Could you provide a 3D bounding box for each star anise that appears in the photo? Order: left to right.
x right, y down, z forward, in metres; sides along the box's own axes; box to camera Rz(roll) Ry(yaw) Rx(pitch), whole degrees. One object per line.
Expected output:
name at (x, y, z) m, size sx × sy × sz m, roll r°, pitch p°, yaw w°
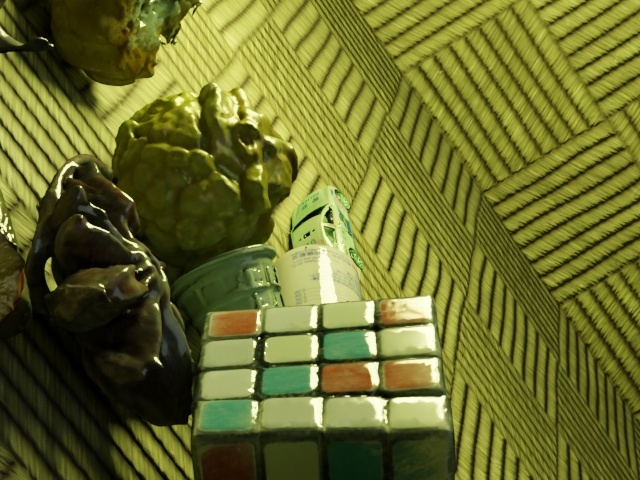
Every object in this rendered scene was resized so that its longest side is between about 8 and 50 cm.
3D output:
star anise at (-0.225, 0.054, 1.695) m, size 0.359 × 0.139 × 0.315 m, roll 3°, pitch 67°, yaw -84°

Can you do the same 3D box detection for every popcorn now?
popcorn at (-0.136, -0.077, 1.992) m, size 0.259 × 0.212 × 0.259 m, roll 38°, pitch 27°, yaw -23°

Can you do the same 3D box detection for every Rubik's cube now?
Rubik's cube at (0.009, 0.230, 1.658) m, size 0.253 × 0.259 × 0.256 m, roll -85°, pitch 171°, yaw -62°

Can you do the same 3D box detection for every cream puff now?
cream puff at (-0.272, -0.319, 2.071) m, size 0.195 × 0.221 × 0.194 m, roll 33°, pitch -11°, yaw 8°

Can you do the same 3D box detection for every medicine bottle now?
medicine bottle at (0.003, 0.155, 2.104) m, size 0.130 × 0.130 × 0.341 m, roll 47°, pitch 20°, yaw -32°

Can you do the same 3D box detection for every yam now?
yam at (-0.327, 0.010, 1.548) m, size 0.078 × 0.078 × 0.179 m, roll 33°, pitch 29°, yaw -53°

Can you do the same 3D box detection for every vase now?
vase at (-0.061, 0.166, 1.913) m, size 0.298 × 0.143 × 0.143 m, roll 65°, pitch 19°, yaw 14°

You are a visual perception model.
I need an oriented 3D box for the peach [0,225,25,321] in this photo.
peach at (-0.344, 0.020, 1.427) m, size 0.151 × 0.118 × 0.151 m, roll 15°, pitch 67°, yaw -38°

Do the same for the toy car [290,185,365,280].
toy car at (0.000, 0.000, 2.424) m, size 0.076 × 0.090 × 0.224 m, roll 39°, pitch 25°, yaw -36°

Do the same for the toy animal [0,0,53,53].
toy animal at (-0.388, -0.222, 1.689) m, size 0.197 × 0.160 × 0.272 m, roll 53°, pitch 11°, yaw -11°
